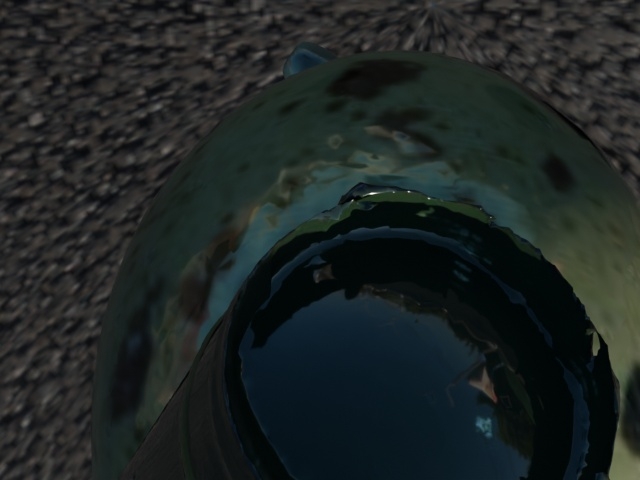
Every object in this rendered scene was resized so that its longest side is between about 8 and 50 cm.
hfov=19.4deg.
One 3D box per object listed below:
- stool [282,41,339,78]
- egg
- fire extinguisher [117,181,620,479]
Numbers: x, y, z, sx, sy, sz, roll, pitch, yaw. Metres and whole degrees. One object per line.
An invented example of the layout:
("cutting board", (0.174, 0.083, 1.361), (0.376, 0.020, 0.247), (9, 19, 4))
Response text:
("stool", (0.000, 0.000, 1.382), (0.199, 0.195, 0.195), (35, 58, 6))
("egg", (0.030, 0.096, 0.901), (0.288, 0.287, 0.379), (9, 74, 2))
("fire extinguisher", (-0.014, 0.082, 0.525), (0.093, 0.294, 0.118), (-13, 73, -21))
